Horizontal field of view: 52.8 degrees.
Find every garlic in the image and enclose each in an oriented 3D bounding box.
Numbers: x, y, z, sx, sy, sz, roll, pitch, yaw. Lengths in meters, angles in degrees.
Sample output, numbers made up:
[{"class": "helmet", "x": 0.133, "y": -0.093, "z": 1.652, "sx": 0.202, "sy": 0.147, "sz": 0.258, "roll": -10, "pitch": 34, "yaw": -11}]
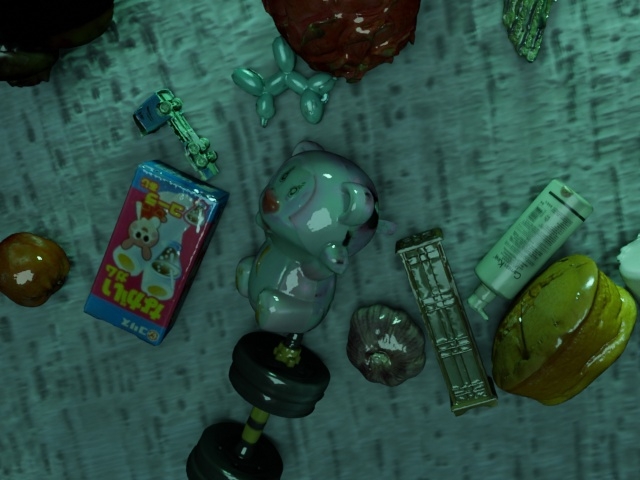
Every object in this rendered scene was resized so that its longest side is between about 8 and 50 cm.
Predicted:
[{"class": "garlic", "x": 0.118, "y": 0.194, "z": 1.166, "sx": 0.147, "sy": 0.102, "sz": 0.159, "roll": -21, "pitch": 101, "yaw": 16}]

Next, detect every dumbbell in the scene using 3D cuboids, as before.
[{"class": "dumbbell", "x": -0.116, "y": 0.332, "z": 1.184, "sx": 0.185, "sy": 0.185, "sz": 0.388, "roll": 25, "pitch": 103, "yaw": 0}]

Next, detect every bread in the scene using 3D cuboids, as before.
[{"class": "bread", "x": 0.391, "y": 0.151, "z": 1.077, "sx": 0.143, "sy": 0.195, "sz": 0.269, "roll": 30, "pitch": 122, "yaw": -7}]

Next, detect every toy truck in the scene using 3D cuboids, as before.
[{"class": "toy truck", "x": -0.255, "y": -0.178, "z": 1.150, "sx": 0.081, "sy": 0.067, "sz": 0.175, "roll": -31, "pitch": 101, "yaw": 18}]

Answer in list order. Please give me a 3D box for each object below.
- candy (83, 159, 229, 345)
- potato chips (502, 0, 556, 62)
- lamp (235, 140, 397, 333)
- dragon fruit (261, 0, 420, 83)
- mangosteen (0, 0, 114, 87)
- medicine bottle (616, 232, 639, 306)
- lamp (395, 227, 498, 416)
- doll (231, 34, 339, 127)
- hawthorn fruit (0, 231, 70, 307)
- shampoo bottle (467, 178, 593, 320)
[{"class": "candy", "x": -0.300, "y": 0.023, "z": 1.179, "sx": 0.157, "sy": 0.100, "sz": 0.305, "roll": 25, "pitch": 103, "yaw": -1}, {"class": "potato chips", "x": 0.341, "y": -0.400, "z": 1.052, "sx": 0.092, "sy": 0.028, "sz": 0.207, "roll": 15, "pitch": 102, "yaw": 4}, {"class": "lamp", "x": 0.000, "y": 0.000, "z": 1.101, "sx": 0.248, "sy": 0.247, "sz": 0.301, "roll": 9, "pitch": 113, "yaw": -27}, {"class": "dragon fruit", "x": 0.034, "y": -0.372, "z": 0.994, "sx": 0.252, "sy": 0.241, "sz": 0.241, "roll": 40, "pitch": 104, "yaw": 13}, {"class": "mangosteen", "x": -0.494, "y": -0.457, "z": 0.973, "sx": 0.381, "sy": 0.381, "sz": 0.421, "roll": 43, "pitch": 132, "yaw": -4}, {"class": "medicine bottle", "x": 0.670, "y": 0.139, "z": 1.038, "sx": 0.214, "sy": 0.213, "sz": 0.378, "roll": -35, "pitch": 97, "yaw": 12}, {"class": "lamp", "x": 0.225, "y": 0.144, "z": 1.152, "sx": 0.089, "sy": 0.090, "sz": 0.325, "roll": -18, "pitch": 99, "yaw": 11}, {"class": "doll", "x": -0.053, "y": -0.266, "z": 1.108, "sx": 0.159, "sy": 0.059, "sz": 0.158, "roll": -29, "pitch": 96, "yaw": 10}, {"class": "hawthorn fruit", "x": -0.544, "y": 0.048, "z": 1.197, "sx": 0.138, "sy": 0.133, "sz": 0.132, "roll": 35, "pitch": 104, "yaw": 1}, {"class": "shampoo bottle", "x": 0.348, "y": 0.019, "z": 1.113, "sx": 0.085, "sy": 0.085, "sz": 0.262, "roll": 38, "pitch": 104, "yaw": -3}]
